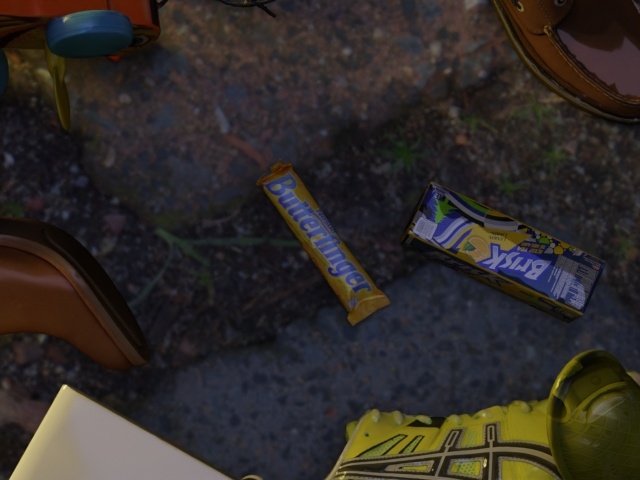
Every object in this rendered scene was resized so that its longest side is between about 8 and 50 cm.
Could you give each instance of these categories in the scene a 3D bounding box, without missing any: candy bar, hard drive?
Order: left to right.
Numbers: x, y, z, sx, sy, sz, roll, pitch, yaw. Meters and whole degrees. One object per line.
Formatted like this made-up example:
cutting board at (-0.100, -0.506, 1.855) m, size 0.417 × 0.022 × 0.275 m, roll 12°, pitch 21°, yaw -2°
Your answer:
hard drive at (-0.189, 0.296, 1.184) m, size 0.203 × 0.040 × 0.308 m, roll 29°, pitch 84°, yaw 3°
candy bar at (0.000, 0.000, 1.336) m, size 0.040 × 0.018 × 0.161 m, roll -34°, pitch 85°, yaw -8°

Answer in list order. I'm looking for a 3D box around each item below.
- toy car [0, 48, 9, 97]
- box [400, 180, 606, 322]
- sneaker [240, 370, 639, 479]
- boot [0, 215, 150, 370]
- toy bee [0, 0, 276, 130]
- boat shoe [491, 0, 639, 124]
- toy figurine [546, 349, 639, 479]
toy car at (-0.431, -0.174, 1.274) m, size 0.238 × 0.219 × 0.210 m, roll -18°, pitch 84°, yaw 24°
box at (0.158, 0.011, 1.323) m, size 0.169 × 0.059 × 0.054 m, roll 26°, pitch 79°, yaw 1°
sneaker at (0.101, 0.191, 1.249) m, size 0.384 × 0.145 × 0.147 m, roll -26°, pitch 83°, yaw -9°
boot at (-0.304, 0.065, 1.264) m, size 0.220 × 0.109 × 0.283 m, roll -45°, pitch 110°, yaw 4°
toy bee at (-0.197, -0.183, 1.271) m, size 0.298 × 0.162 × 0.195 m, roll 16°, pitch 73°, yaw -15°
boat shoe at (0.205, -0.234, 1.343) m, size 0.110 × 0.104 × 0.307 m, roll -40°, pitch 85°, yaw -9°
toy figurine at (0.321, 0.243, 1.132) m, size 0.191 × 0.217 × 0.363 m, roll -30°, pitch 123°, yaw -15°
